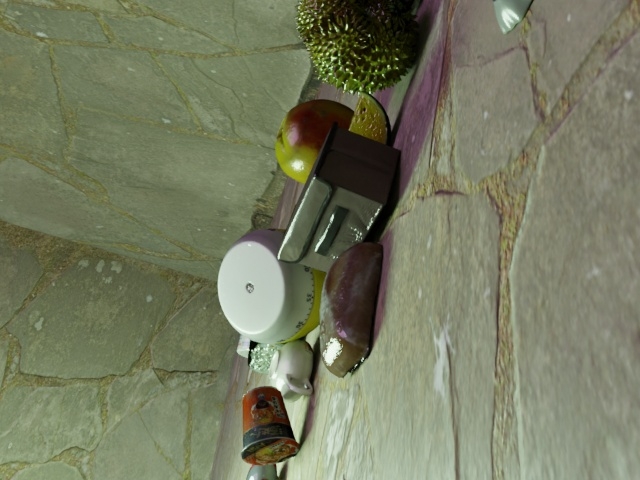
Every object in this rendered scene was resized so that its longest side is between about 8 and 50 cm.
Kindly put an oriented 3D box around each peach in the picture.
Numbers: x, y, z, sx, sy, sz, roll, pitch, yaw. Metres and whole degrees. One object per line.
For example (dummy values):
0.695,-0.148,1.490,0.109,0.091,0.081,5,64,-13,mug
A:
0.006,-0.232,1.864,0.231,0.231,0.230,-164,90,-82,peach

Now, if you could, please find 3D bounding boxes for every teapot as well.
-0.063,0.296,1.731,0.226,0.092,0.145,-118,44,-74,teapot

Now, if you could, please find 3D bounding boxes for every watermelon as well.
0.105,-0.208,1.603,0.075,0.092,0.181,-124,51,-62,watermelon

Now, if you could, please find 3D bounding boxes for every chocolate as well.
0.042,0.115,1.392,0.161,0.083,0.261,119,166,-49,chocolate

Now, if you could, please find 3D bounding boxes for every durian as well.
0.081,-0.430,1.646,0.291,0.291,0.224,-84,6,-51,durian

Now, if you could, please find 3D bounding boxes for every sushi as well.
-0.121,0.265,2.034,0.225,0.124,0.127,115,166,-57,sushi

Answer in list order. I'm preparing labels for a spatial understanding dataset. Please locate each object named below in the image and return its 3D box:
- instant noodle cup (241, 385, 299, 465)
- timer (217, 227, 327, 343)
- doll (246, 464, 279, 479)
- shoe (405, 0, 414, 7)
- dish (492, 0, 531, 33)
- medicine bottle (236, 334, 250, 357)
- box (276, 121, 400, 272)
-0.115,0.390,1.637,0.127,0.127,0.135,115,152,-44,instant noodle cup
-0.070,0.102,1.772,0.285,0.285,0.285,-164,90,-82,timer
-0.137,0.580,1.707,0.142,0.076,0.244,161,121,-79,doll
0.147,-0.542,1.765,0.149,0.109,0.293,-52,-5,-14,shoe
0.256,-0.336,1.006,0.137,0.039,0.091,131,154,-74,dish
-0.158,0.198,2.389,0.130,0.130,0.340,126,158,-67,medicine bottle
0.036,-0.072,1.511,0.188,0.153,0.252,-73,6,-46,box
